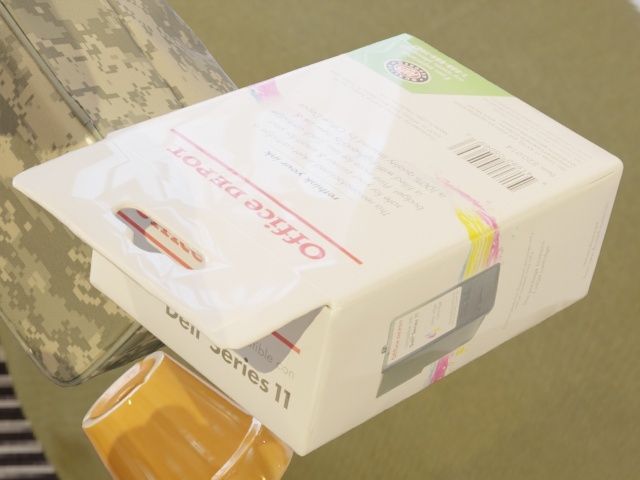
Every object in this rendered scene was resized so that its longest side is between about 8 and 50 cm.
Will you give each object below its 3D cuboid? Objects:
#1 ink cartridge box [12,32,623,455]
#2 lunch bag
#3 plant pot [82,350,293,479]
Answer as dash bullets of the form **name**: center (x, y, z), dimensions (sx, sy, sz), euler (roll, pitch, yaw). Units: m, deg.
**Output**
- **ink cartridge box**: center (0.000, 0.000, 1.007), dimensions (0.353, 0.119, 0.207), euler (-23, 47, -40)
- **lunch bag**: center (-0.149, -0.064, 1.255), dimensions (0.305, 0.212, 0.256), euler (52, 39, 10)
- **plant pot**: center (-0.168, 0.238, 1.857), dimensions (0.188, 0.205, 0.205), euler (48, 52, -11)
